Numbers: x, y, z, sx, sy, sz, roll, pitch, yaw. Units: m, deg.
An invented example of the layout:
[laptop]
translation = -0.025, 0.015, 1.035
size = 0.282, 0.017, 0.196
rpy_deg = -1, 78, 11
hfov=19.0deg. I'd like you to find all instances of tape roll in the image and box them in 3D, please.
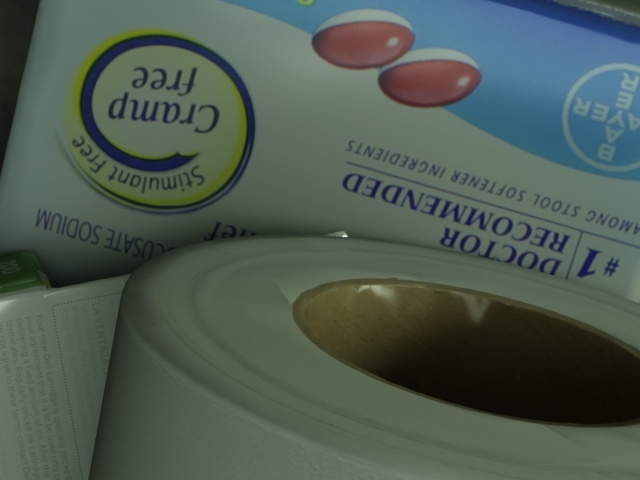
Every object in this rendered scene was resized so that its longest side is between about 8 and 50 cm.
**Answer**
[tape roll]
translation = 0.038, 0.113, 0.653
size = 0.246, 0.246, 0.169
rpy_deg = 9, 105, -8

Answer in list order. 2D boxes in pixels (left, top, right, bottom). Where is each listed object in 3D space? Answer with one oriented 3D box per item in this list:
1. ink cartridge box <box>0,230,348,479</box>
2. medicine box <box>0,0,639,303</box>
[ink cartridge box]
translation = -0.099, 0.089, 0.768
size = 0.235, 0.056, 0.171
rpy_deg = -12, 110, -14
[medicine box]
translation = 0.000, 0.000, 0.833
size = 0.263, 0.149, 0.289
rpy_deg = 16, 108, 1
